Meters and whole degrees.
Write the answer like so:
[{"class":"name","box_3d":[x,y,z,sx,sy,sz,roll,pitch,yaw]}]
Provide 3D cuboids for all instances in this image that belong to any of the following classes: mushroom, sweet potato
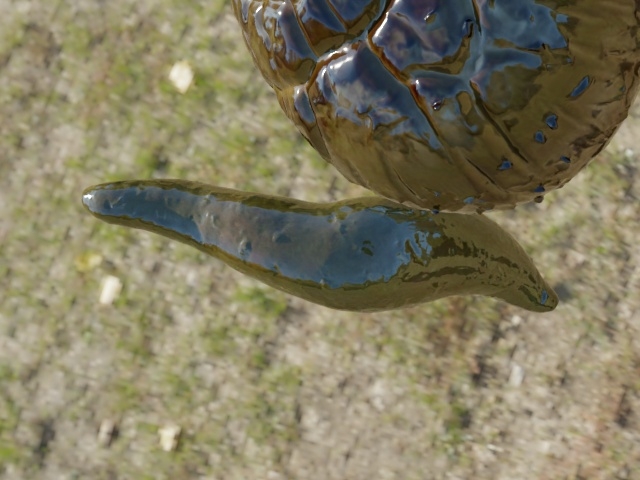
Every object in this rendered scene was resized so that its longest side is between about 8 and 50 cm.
[{"class":"mushroom","box_3d":[0.026,-0.067,0.349,0.126,0.085,0.109,46,149,31]},{"class":"sweet potato","box_3d":[-0.002,0.000,0.744,0.069,0.250,0.059,-73,-10,-71]}]
